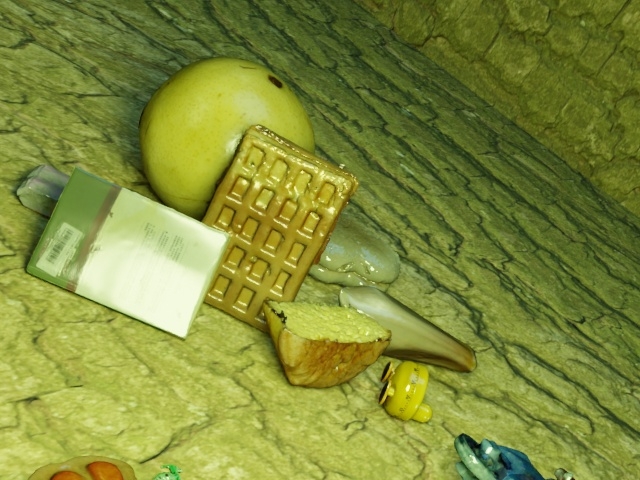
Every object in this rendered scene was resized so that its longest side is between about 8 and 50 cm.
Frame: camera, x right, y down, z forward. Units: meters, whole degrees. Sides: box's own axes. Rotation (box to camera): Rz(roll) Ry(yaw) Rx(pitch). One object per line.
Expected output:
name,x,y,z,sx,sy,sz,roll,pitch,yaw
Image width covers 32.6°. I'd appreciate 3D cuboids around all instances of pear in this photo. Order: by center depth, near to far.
pear,-0.186,-0.189,2.118,0.348,0.348,0.348,23,28,-13

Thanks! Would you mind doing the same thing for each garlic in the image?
garlic,0.161,0.173,2.092,0.318,0.112,0.143,21,7,-14

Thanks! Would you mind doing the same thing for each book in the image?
book,-0.317,0.022,1.828,0.289,0.201,0.026,26,-15,-11

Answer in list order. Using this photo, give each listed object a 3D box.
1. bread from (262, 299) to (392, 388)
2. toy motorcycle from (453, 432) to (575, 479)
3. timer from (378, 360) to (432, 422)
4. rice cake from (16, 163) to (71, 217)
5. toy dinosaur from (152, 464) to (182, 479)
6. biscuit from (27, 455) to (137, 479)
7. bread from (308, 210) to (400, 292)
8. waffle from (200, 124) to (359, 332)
bread,-0.004,0.186,1.891,0.260,0.134,0.129,12,22,-41
toy motorcycle,0.332,0.457,1.768,0.182,0.241,0.319,-30,62,-13
timer,0.162,0.270,1.937,0.109,0.107,0.107,22,28,-7
rice cake,-0.396,-0.043,1.981,0.298,0.050,0.106,26,28,-7
toy dinosaur,-0.222,0.334,1.548,0.083,0.021,0.062,20,21,-26
biscuit,-0.239,0.413,1.359,0.359,0.074,0.381,43,33,20
bread,0.003,-0.005,2.248,0.337,0.102,0.183,40,29,21
waffle,-0.099,-0.019,1.926,0.224,0.328,0.098,27,19,-4
